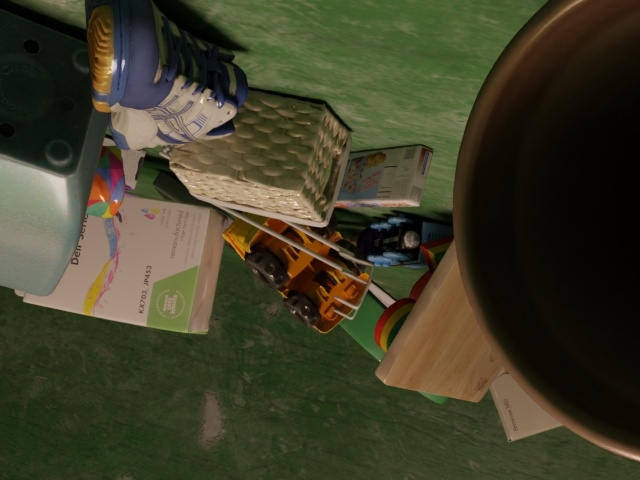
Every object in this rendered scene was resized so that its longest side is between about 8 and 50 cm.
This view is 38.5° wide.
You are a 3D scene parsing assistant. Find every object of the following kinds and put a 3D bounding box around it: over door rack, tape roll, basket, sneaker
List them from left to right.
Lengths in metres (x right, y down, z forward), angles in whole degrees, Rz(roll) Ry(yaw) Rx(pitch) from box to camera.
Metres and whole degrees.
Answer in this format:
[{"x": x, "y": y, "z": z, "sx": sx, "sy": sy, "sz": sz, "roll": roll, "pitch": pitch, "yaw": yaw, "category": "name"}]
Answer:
[{"x": -0.128, "y": -0.154, "z": 0.795, "sx": 0.131, "sy": 0.112, "sz": 0.296, "roll": -2, "pitch": 175, "yaw": -5, "category": "sneaker"}, {"x": -0.065, "y": -0.093, "z": 0.977, "sx": 0.167, "sy": 0.113, "sz": 0.103, "roll": 12, "pitch": 170, "yaw": 18, "category": "basket"}, {"x": -0.052, "y": -0.042, "z": 1.161, "sx": 0.324, "sy": 0.108, "sz": 0.239, "roll": 39, "pitch": 175, "yaw": 7, "category": "over door rack"}, {"x": 0.129, "y": 0.163, "z": 1.672, "sx": 0.321, "sy": 0.077, "sz": 0.321, "roll": 40, "pitch": -176, "yaw": -3, "category": "tape roll"}]

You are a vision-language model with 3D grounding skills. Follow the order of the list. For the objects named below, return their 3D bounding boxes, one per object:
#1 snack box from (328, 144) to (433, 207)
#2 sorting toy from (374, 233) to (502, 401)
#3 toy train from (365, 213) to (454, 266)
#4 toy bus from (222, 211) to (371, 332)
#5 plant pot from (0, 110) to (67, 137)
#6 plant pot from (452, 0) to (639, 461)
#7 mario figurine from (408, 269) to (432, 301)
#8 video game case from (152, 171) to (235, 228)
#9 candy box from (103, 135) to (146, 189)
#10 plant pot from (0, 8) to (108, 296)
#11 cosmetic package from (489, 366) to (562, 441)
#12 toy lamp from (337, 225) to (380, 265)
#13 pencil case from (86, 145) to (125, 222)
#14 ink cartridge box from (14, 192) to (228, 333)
[{"x": 0.062, "y": -0.071, "z": 1.058, "sx": 0.022, "sy": 0.064, "sz": 0.178, "roll": 19, "pitch": 172, "yaw": -30, "category": "snack box"}, {"x": 0.205, "y": 0.096, "z": 1.357, "sx": 0.255, "sy": 0.257, "sz": 0.089, "roll": 19, "pitch": -166, "yaw": -47, "category": "sorting toy"}, {"x": 0.139, "y": 0.008, "z": 1.447, "sx": 0.105, "sy": 0.080, "sz": 0.184, "roll": 11, "pitch": 173, "yaw": -12, "category": "toy train"}, {"x": -0.056, "y": 0.025, "z": 1.502, "sx": 0.220, "sy": 0.149, "sz": 0.211, "roll": 52, "pitch": 160, "yaw": -26, "category": "toy bus"}, {"x": -0.414, "y": -0.135, "z": 1.230, "sx": 0.167, "sy": 0.167, "sz": 0.165, "roll": 10, "pitch": 163, "yaw": 36, "category": "plant pot"}, {"x": 0.245, "y": -0.020, "z": 0.534, "sx": 0.229, "sy": 0.263, "sz": 0.263, "roll": -3, "pitch": -172, "yaw": -44, "category": "plant pot"}, {"x": 0.306, "y": 0.146, "z": 1.713, "sx": 0.321, "sy": 0.170, "sz": 0.198, "roll": 11, "pitch": 135, "yaw": -24, "category": "mario figurine"}, {"x": -0.152, "y": -0.002, "z": 1.737, "sx": 0.329, "sy": 0.036, "sz": 0.300, "roll": 33, "pitch": 173, "yaw": 4, "category": "video game case"}, {"x": -0.403, "y": -0.139, "z": 1.458, "sx": 0.196, "sy": 0.070, "sz": 0.165, "roll": 18, "pitch": 172, "yaw": -30, "category": "candy box"}, {"x": -0.341, "y": -0.111, "z": 0.955, "sx": 0.248, "sy": 0.247, "sz": 0.252, "roll": 19, "pitch": 157, "yaw": -24, "category": "plant pot"}, {"x": 0.455, "y": 0.235, "z": 1.622, "sx": 0.309, "sy": 0.160, "sz": 0.113, "roll": -19, "pitch": 165, "yaw": 2, "category": "cosmetic package"}, {"x": 0.000, "y": 0.000, "z": 1.650, "sx": 0.080, "sy": 0.080, "sz": 0.275, "roll": 22, "pitch": 171, "yaw": -42, "category": "toy lamp"}, {"x": -0.359, "y": -0.074, "z": 1.143, "sx": 0.236, "sy": 0.104, "sz": 0.104, "roll": 3, "pitch": 180, "yaw": -31, "category": "pencil case"}, {"x": -0.349, "y": 0.023, "z": 1.498, "sx": 0.353, "sy": 0.207, "sz": 0.119, "roll": 9, "pitch": 176, "yaw": 10, "category": "ink cartridge box"}]
